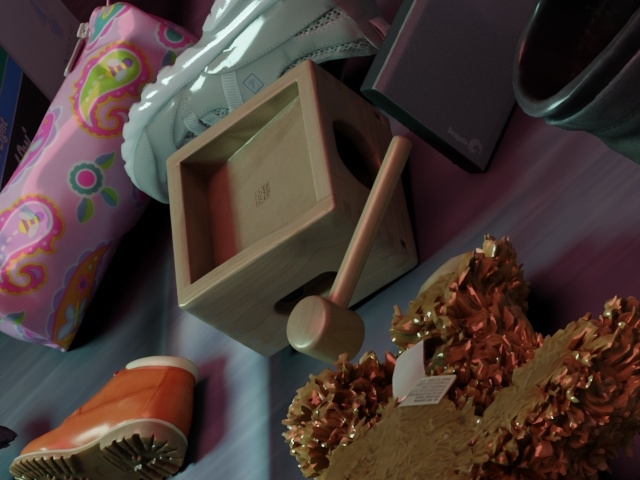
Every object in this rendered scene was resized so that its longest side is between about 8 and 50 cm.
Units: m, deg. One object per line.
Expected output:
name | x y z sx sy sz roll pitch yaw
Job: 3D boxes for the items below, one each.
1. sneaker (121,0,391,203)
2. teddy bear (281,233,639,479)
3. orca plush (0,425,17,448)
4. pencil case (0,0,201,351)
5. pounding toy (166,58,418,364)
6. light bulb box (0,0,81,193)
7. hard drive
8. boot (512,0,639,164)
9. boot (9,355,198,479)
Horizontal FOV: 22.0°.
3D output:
sneaker | -0.050 -0.096 1.166 0.105 0.115 0.281 -37 -8 -41
teddy bear | 0.075 0.124 0.778 0.245 0.113 0.338 -49 21 -4
orca plush | -0.319 0.262 1.203 0.102 0.151 0.287 111 169 -54
pencil case | -0.186 -0.055 1.302 0.124 0.124 0.284 15 74 59
pounding toy | 0.008 0.000 1.003 0.181 0.094 0.206 -33 45 26
light bulb box | -0.423 -0.078 1.500 0.361 0.225 0.358 -25 39 21
hard drive | 0.088 -0.122 0.995 0.022 0.094 0.135 1 61 57
boot | 0.253 -0.115 0.614 0.338 0.222 0.118 -46 30 17
boot | -0.145 0.129 1.129 0.158 0.059 0.084 -21 40 33
